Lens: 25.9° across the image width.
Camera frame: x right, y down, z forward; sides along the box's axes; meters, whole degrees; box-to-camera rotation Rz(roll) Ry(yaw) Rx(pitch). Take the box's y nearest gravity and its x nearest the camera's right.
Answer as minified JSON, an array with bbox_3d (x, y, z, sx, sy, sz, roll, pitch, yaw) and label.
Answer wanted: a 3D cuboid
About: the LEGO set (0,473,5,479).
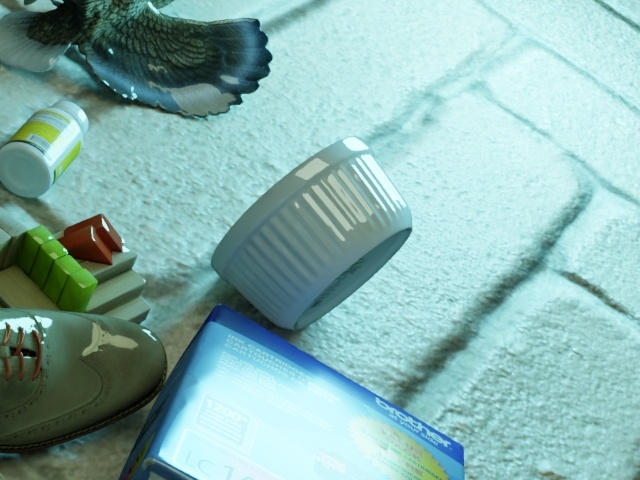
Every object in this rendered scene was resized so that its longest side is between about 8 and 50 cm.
[{"bbox_3d":[-0.318,0.267,1.071,0.182,0.060,0.244,46,32,26],"label":"LEGO set"}]

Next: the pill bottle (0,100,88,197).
[{"bbox_3d":[-0.290,-0.100,1.471,0.065,0.065,0.116,29,38,0],"label":"pill bottle"}]

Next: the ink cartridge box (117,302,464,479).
[{"bbox_3d":[-0.025,0.212,1.142,0.270,0.151,0.395,31,15,-5],"label":"ink cartridge box"}]

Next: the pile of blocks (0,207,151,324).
[{"bbox_3d":[-0.314,0.031,1.270,0.362,0.112,0.149,-2,47,-33],"label":"pile of blocks"}]

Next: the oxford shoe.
[{"bbox_3d":[-0.277,0.112,1.164,0.348,0.130,0.123,-5,74,-30],"label":"oxford shoe"}]

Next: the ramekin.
[{"bbox_3d":[0.000,0.000,1.436,0.109,0.207,0.207,49,41,10],"label":"ramekin"}]

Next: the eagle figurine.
[{"bbox_3d":[-0.221,-0.274,1.653,0.298,0.225,0.226,27,71,-54],"label":"eagle figurine"}]
